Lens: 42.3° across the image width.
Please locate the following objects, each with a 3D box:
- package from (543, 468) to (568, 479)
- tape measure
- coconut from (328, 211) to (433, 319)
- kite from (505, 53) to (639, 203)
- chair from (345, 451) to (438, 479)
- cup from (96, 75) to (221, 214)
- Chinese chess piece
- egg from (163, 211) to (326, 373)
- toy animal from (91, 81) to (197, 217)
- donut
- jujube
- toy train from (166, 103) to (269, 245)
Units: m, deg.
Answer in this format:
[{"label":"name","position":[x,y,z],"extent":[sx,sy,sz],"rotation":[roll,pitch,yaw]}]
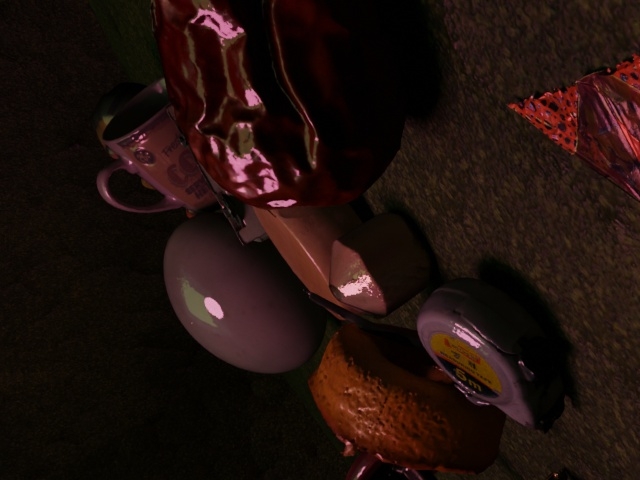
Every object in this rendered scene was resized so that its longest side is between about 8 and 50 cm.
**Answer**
[{"label":"package","position":[0.260,0.377,0.918],"extent":[0.090,0.226,0.168],"rotation":[31,174,-23]},{"label":"tape measure","position":[0.115,0.078,0.909],"extent":[0.330,0.084,0.164],"rotation":[30,146,36]},{"label":"coconut","position":[0.067,0.036,1.026],"extent":[0.116,0.122,0.116],"rotation":[55,167,20]},{"label":"kite","position":[0.200,-0.059,0.535],"extent":[0.125,0.008,0.222],"rotation":[60,168,-5]},{"label":"chair","position":[0.191,0.395,1.155],"extent":[0.401,0.227,0.226],"rotation":[51,166,35]},{"label":"cup","position":[-0.300,-0.156,1.672],"extent":[0.257,0.301,0.227],"rotation":[52,157,-26]},{"label":"Chinese chess piece","position":[0.000,0.000,1.226],"extent":[0.250,0.097,0.251],"rotation":[51,171,11]},{"label":"egg","position":[-0.154,0.108,1.701],"extent":[0.389,0.276,0.276],"rotation":[48,171,-14]},{"label":"toy animal","position":[-0.357,-0.226,1.895],"extent":[0.338,0.191,0.216],"rotation":[37,144,-14]},{"label":"donut","position":[0.107,0.187,1.006],"extent":[0.253,0.254,0.118],"rotation":[37,116,61]},{"label":"jujube","position":[-0.038,-0.187,0.738],"extent":[0.216,0.216,0.342],"rotation":[39,152,58]},{"label":"toy train","position":[-0.167,-0.151,1.520],"extent":[0.326,0.129,0.159],"rotation":[61,174,-12]}]
